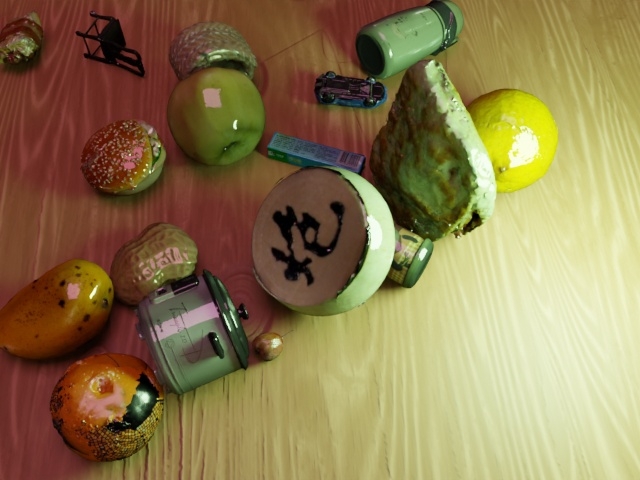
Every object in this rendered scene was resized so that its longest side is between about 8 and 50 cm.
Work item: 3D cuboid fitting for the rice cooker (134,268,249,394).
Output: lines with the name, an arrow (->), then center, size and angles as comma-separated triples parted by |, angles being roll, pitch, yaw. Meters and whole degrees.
rice cooker -> -0.267, 0.197, 1.518 | 0.227, 0.241, 0.280 | -22, 15, -9

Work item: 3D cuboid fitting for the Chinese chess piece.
Chinese chess piece -> 0.000, 0.000, 1.605 | 0.349, 0.146, 0.349 | -7, 77, 31

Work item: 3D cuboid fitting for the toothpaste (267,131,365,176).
toothpaste -> -0.011, -0.230, 1.904 | 0.266, 0.050, 0.065 | 16, 59, 10

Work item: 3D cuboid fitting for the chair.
chair -> -0.615, -0.595, 2.108 | 0.229, 0.106, 0.113 | 19, 61, 10

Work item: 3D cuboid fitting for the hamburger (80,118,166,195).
hamburger -> -0.525, -0.220, 1.841 | 0.236, 0.147, 0.237 | -2, 57, 3

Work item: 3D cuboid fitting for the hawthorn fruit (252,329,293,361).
hawthorn fruit -> -0.107, 0.233, 1.602 | 0.103, 0.067, 0.067 | -32, 62, -33

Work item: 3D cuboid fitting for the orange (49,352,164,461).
orange -> -0.447, 0.345, 1.460 | 0.234, 0.182, 0.234 | -2, 50, 2

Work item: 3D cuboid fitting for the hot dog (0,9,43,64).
hot dog -> -0.919, -0.612, 2.126 | 0.146, 0.103, 0.213 | -13, 46, 17

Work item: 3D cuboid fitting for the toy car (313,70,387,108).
toy car -> 0.088, -0.432, 2.028 | 0.216, 0.063, 0.103 | 8, 58, -2

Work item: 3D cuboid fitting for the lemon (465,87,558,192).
lemon -> 0.476, -0.258, 1.794 | 0.293, 0.293, 0.293 | 0, 57, 0

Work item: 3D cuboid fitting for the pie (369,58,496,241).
pie -> 0.268, -0.201, 1.670 | 0.180, 0.418, 0.395 | -20, 61, -19

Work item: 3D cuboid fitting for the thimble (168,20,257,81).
thimble -> -0.314, -0.516, 2.009 | 0.229, 0.196, 0.148 | -4, 55, -39

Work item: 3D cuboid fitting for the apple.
apple -> -0.276, -0.334, 1.857 | 0.262, 0.262, 0.262 | 0, 57, 0

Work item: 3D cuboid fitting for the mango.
mango -> -0.606, 0.170, 1.581 | 0.290, 0.160, 0.191 | -29, 81, -6

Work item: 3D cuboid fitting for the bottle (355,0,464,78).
bottle -> 0.282, -0.621, 2.095 | 0.347, 0.168, 0.168 | -29, 62, -23

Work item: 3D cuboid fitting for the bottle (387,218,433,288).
bottle -> 0.130, 0.008, 1.699 | 0.271, 0.143, 0.156 | 28, 36, 14

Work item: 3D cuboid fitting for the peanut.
peanut -> -0.412, 0.059, 1.682 | 0.233, 0.110, 0.196 | -36, 53, -20
